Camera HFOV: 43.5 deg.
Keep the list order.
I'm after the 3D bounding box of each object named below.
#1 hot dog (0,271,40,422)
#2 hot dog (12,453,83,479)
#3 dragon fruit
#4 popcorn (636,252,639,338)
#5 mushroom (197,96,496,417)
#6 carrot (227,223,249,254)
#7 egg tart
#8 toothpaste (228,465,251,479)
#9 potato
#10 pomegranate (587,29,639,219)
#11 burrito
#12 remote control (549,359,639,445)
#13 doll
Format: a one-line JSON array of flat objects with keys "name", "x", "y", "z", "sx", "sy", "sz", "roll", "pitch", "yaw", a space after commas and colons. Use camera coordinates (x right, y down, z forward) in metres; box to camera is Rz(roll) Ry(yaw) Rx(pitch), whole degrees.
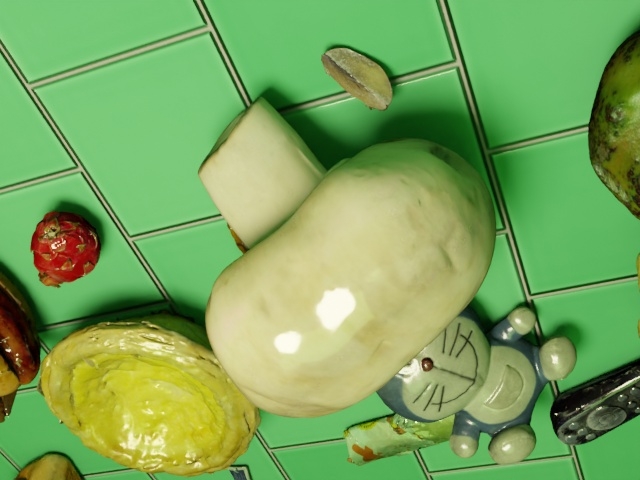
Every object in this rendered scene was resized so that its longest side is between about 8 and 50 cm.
[{"name": "hot dog", "x": -0.486, "y": 0.119, "z": 1.122, "sx": 0.107, "sy": 0.194, "sz": 0.326, "roll": -7, "pitch": 142, "yaw": 21}, {"name": "hot dog", "x": -0.509, "y": 0.518, "z": 1.501, "sx": 0.153, "sy": 0.150, "sz": 0.256, "roll": -12, "pitch": 128, "yaw": 4}, {"name": "dragon fruit", "x": -0.350, "y": 0.021, "z": 1.104, "sx": 0.094, "sy": 0.094, "sz": 0.190, "roll": 21, "pitch": 151, "yaw": -10}, {"name": "popcorn", "x": 0.509, "y": 0.103, "z": 0.983, "sx": 0.286, "sy": 0.174, "sz": 0.225, "roll": 6, "pitch": 128, "yaw": -5}, {"name": "mushroom", "x": 0.015, "y": 0.029, "z": 0.891, "sx": 0.353, "sy": 0.325, "sz": 0.353, "roll": 7, "pitch": 138, "yaw": 7}, {"name": "carrot", "x": -0.030, "y": 0.074, "z": 1.105, "sx": 0.066, "sy": 0.066, "sz": 0.314, "roll": -25, "pitch": 122, "yaw": 26}, {"name": "egg tart", "x": -0.248, "y": 0.223, "z": 1.215, "sx": 0.345, "sy": 0.132, "sz": 0.345, "roll": 4, "pitch": 129, "yaw": 5}, {"name": "toothpaste", "x": -0.134, "y": 0.456, "z": 1.471, "sx": 0.037, "sy": 0.021, "sz": 0.140, "roll": -6, "pitch": 127, "yaw": 14}, {"name": "potato", "x": 0.045, "y": -0.184, "z": 0.901, "sx": 0.093, "sy": 0.036, "sz": 0.037, "roll": 39, "pitch": 164, "yaw": -1}, {"name": "pomegranate", "x": 0.405, "y": -0.101, "z": 0.809, "sx": 0.276, "sy": 0.204, "sz": 0.222, "roll": 35, "pitch": 110, "yaw": -24}, {"name": "burrito", "x": 0.150, "y": 0.289, "z": 1.273, "sx": 0.288, "sy": 0.054, "sz": 0.104, "roll": -21, "pitch": 122, "yaw": 25}, {"name": "remote control", "x": 0.450, "y": 0.210, "z": 1.166, "sx": 0.090, "sy": 0.066, "sz": 0.266, "roll": 30, "pitch": 124, "yaw": -34}, {"name": "doll", "x": 0.195, "y": 0.176, "z": 1.109, "sx": 0.258, "sy": 0.154, "sz": 0.228, "roll": 22, "pitch": 97, "yaw": -20}]
